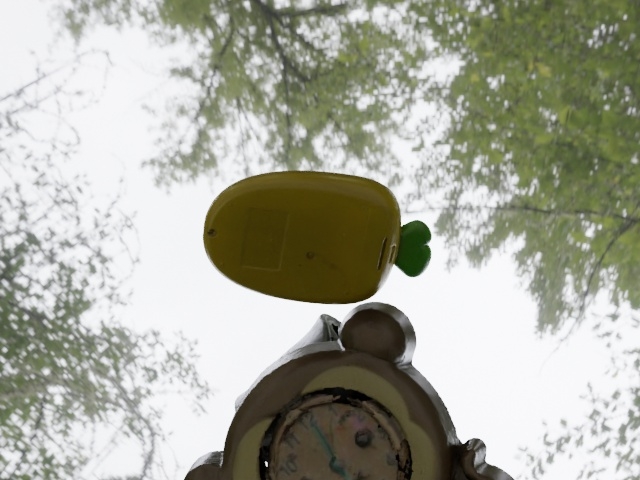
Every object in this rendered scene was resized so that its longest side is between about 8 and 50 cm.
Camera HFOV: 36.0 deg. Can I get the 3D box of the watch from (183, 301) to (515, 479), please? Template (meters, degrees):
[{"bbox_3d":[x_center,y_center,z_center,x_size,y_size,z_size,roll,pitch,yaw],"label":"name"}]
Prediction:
[{"bbox_3d":[0.059,0.257,1.129,0.314,0.327,0.335,-45,-103,5],"label":"watch"}]

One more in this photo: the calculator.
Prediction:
[{"bbox_3d":[0.000,0.000,0.990,0.235,0.146,0.032,6,-152,-7],"label":"calculator"}]
